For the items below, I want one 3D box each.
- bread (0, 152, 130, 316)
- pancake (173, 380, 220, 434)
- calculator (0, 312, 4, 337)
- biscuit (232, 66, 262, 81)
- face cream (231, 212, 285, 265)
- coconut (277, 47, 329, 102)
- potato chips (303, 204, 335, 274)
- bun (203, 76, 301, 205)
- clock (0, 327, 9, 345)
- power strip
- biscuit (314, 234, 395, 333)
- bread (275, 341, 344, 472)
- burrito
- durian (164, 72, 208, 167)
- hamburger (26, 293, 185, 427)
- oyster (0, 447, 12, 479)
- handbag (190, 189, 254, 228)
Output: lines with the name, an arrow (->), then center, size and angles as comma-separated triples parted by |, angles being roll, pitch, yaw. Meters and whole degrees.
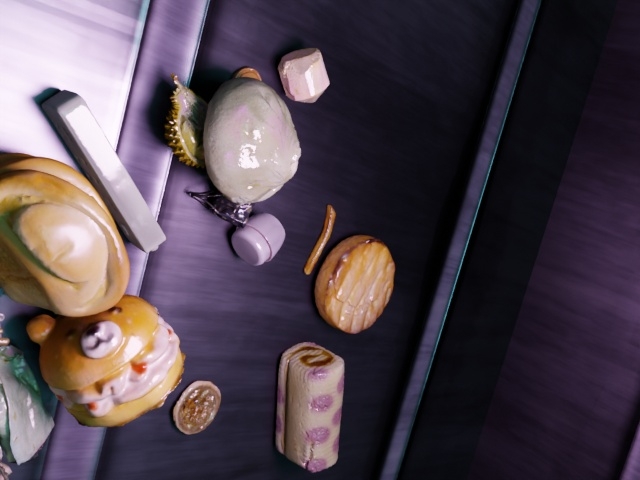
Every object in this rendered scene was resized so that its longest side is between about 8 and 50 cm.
bread -> -0.480, -0.019, 1.172 | 0.211, 0.270, 0.316 | -55, 132, -35
pancake -> -0.320, 0.433, 1.684 | 0.151, 0.025, 0.152 | -22, 122, -40
calculator -> -0.674, 0.171, 1.205 | 0.175, 0.032, 0.100 | -22, 119, -39
biscuit -> -0.161, -0.338, 1.535 | 0.118, 0.023, 0.140 | -29, 124, -34
face cream -> -0.153, -0.005, 1.610 | 0.104, 0.117, 0.117 | -46, 134, -35
coconut -> -0.038, -0.391, 1.573 | 0.116, 0.116, 0.122 | -38, 126, -29
potato chips -> 0.000, 0.000, 1.837 | 0.037, 0.026, 0.204 | 21, 91, -45
bun -> -0.130, -0.215, 1.414 | 0.283, 0.179, 0.284 | 1, 90, -75
clock -> -0.674, 0.115, 1.102 | 0.235, 0.096, 0.308 | -47, 123, -25
power strip -> -0.421, -0.119, 1.307 | 0.062, 0.091, 0.385 | -42, 132, -24
biscuit -> 0.100, 0.126, 1.936 | 0.296, 0.102, 0.297 | -15, 113, -40
bread -> -0.028, 0.480, 1.888 | 0.155, 0.187, 0.339 | -13, 114, -40
burrito -> -0.611, 0.319, 1.284 | 0.089, 0.144, 0.229 | -9, 114, 6
durian -> -0.289, -0.248, 1.377 | 0.146, 0.102, 0.208 | -60, 142, -52
hamburger -> -0.432, 0.213, 1.310 | 0.276, 0.276, 0.237 | -39, 125, -28
oyster -> -0.720, 0.352, 1.192 | 0.201, 0.107, 0.355 | -21, 133, 2
handbag -> -0.237, -0.084, 1.513 | 0.139, 0.115, 0.072 | 16, 95, -31
